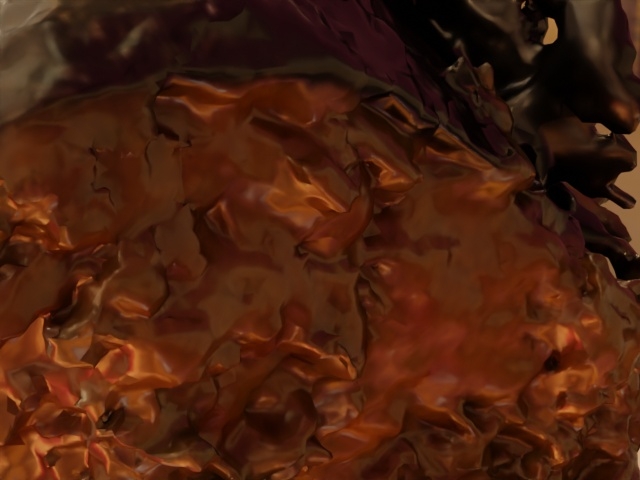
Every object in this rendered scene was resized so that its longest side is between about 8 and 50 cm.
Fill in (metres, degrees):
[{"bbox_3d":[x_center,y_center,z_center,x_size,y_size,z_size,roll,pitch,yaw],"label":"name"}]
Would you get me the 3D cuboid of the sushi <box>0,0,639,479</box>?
[{"bbox_3d":[0.000,0.000,0.496,0.234,0.207,0.348,-47,-40,5],"label":"sushi"}]
